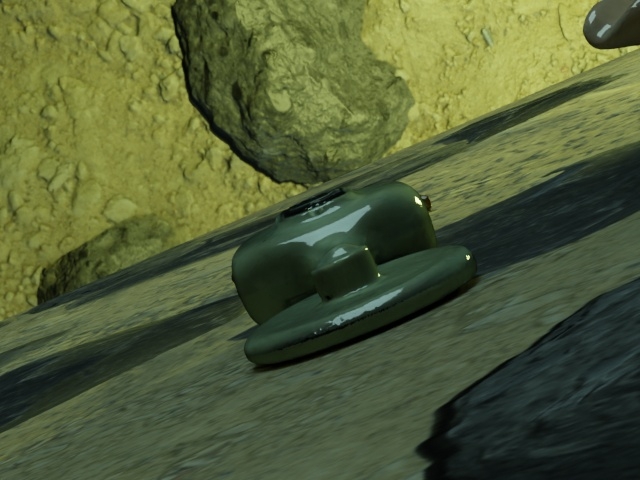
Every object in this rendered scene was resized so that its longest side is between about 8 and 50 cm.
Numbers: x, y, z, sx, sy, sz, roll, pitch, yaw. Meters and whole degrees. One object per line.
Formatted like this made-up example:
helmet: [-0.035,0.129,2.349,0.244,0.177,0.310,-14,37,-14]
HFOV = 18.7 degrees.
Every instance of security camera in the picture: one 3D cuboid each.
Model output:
security camera: [0.013,0.016,1.296,0.157,0.080,0.301,-22,7,-1]

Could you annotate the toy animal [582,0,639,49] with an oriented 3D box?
toy animal: [0.300,-0.163,1.062,0.195,0.213,0.256,19,1,-20]

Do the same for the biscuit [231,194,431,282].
biscuit: [0.005,-0.003,1.904,0.206,0.025,0.126,-22,4,-6]
